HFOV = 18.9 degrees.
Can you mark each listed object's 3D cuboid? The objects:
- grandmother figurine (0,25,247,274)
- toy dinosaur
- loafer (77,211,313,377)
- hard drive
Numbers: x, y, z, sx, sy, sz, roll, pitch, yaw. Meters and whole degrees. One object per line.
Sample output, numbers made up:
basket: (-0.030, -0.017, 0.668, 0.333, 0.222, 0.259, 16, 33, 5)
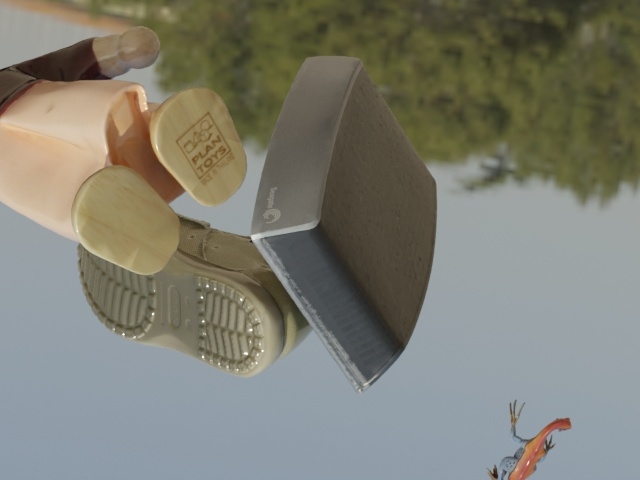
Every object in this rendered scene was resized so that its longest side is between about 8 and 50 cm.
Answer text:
grandmother figurine: (-0.186, -0.070, 1.244, 0.208, 0.104, 0.342, -40, -148, -26)
toy dinosaur: (0.173, 0.176, 1.549, 0.047, 0.090, 0.082, 13, 151, -21)
loafer: (-0.095, 0.035, 1.482, 0.092, 0.102, 0.268, -9, -156, -38)
hard drive: (0.026, -0.024, 1.444, 0.054, 0.172, 0.254, -22, -153, 23)
